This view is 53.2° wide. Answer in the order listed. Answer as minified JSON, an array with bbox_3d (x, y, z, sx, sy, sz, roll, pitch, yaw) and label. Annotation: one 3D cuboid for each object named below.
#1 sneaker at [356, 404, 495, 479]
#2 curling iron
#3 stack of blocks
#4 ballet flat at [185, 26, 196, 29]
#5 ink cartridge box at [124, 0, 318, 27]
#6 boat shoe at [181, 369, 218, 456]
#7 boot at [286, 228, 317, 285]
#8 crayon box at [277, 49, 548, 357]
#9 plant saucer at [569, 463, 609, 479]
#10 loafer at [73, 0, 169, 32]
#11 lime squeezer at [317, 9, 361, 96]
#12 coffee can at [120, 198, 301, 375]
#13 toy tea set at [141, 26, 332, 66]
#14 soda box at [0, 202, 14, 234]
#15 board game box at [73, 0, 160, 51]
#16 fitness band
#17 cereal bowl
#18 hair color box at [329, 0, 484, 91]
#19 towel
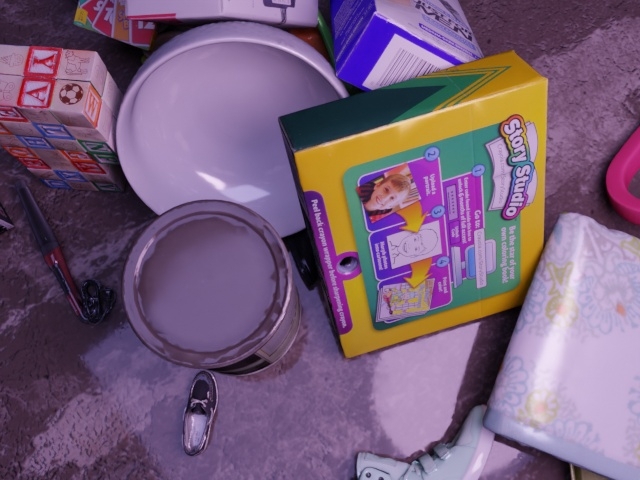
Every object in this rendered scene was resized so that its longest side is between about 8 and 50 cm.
[{"bbox_3d":[0.137,0.316,0.909,0.151,0.094,0.256,33,78,11],"label":"sneaker"},{"bbox_3d":[-0.414,0.016,1.021,0.068,0.035,0.274,-34,79,-11],"label":"curling iron"},{"bbox_3d":[-0.365,-0.162,0.929,0.171,0.297,0.087,5,74,2],"label":"stack of blocks"},{"bbox_3d":[-0.203,-0.371,1.060,0.049,0.173,0.057,-24,108,18],"label":"ballet flat"},{"bbox_3d":[-0.133,-0.359,0.914,0.172,0.237,0.100,9,107,29],"label":"ink cartridge box"},{"bbox_3d":[-0.183,0.257,0.955,0.046,0.038,0.125,9,77,3],"label":"boat shoe"},{"bbox_3d":[0.000,0.000,1.013,0.099,0.045,0.121,-23,70,-1],"label":"boot"},{"bbox_3d":[0.140,-0.034,0.871,0.313,0.363,0.106,-17,38,-4],"label":"crayon box"},{"bbox_3d":[0.448,0.345,0.921,0.188,0.045,0.188,-2,76,0],"label":"plant saucer"},{"bbox_3d":[-0.358,-0.439,1.091,0.251,0.087,0.094,26,77,20],"label":"loafer"},{"bbox_3d":[0.088,-0.274,1.055,0.310,0.059,0.110,24,84,-18],"label":"lime squeezer"},{"bbox_3d":[-0.130,0.080,0.877,0.202,0.275,0.201,0,76,1],"label":"coffee can"},{"bbox_3d":[-0.137,-0.263,1.066,0.336,0.124,0.200,-4,47,3],"label":"toy tea set"},{"bbox_3d":[-0.569,-0.081,1.034,0.053,0.060,0.169,-34,79,-6],"label":"soda box"},{"bbox_3d":[-0.288,-0.441,0.989,0.124,0.039,0.259,19,101,-6],"label":"board game box"},{"bbox_3d":[0.571,-0.128,0.971,0.291,0.209,0.054,-46,124,-14],"label":"fitness band"},{"bbox_3d":[-0.114,-0.164,0.931,0.339,0.339,0.141,-2,41,0],"label":"cereal bowl"},{"bbox_3d":[0.118,-0.324,0.946,0.185,0.110,0.339,21,37,-20],"label":"hair color box"},{"bbox_3d":[0.443,0.175,0.874,0.374,0.090,0.320,22,82,-2],"label":"towel"}]
